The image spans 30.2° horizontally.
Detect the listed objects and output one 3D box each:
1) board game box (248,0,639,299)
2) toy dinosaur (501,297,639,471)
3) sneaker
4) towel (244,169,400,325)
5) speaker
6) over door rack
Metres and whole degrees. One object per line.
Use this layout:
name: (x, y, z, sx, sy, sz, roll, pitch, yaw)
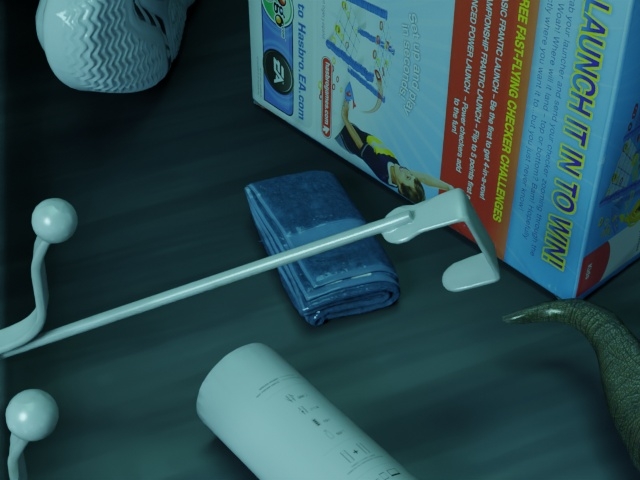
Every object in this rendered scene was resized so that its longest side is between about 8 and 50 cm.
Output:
board game box: (0.080, -0.164, 0.711, 0.086, 0.308, 0.302, -30, 49, -31)
toy dinosaur: (0.217, 0.088, 0.551, 0.314, 0.160, 0.121, 5, 11, 28)
sneaker: (-0.207, -0.227, 0.926, 0.210, 0.137, 0.365, 3, 36, 6)
towel: (0.000, 0.000, 0.735, 0.067, 0.029, 0.119, -14, 42, -15)
speaker: (-0.003, 0.108, 0.591, 0.055, 0.055, 0.136, -30, 49, -28)
over door rack: (-0.067, 0.091, 0.517, 0.324, 0.108, 0.239, -10, 50, 7)
